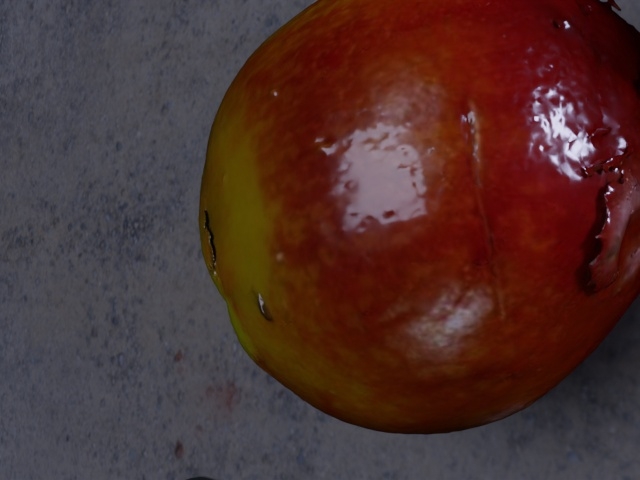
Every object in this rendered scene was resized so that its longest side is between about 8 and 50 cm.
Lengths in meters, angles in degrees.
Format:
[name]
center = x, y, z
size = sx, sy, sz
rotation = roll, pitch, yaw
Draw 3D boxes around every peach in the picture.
[peach]
center = 0.092, -0.030, 0.684
size = 0.370, 0.370, 0.370
rotation = -9, 77, 43

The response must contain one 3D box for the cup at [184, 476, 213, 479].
[cup]
center = -0.190, 0.375, 1.014
size = 0.199, 0.150, 0.199
rotation = -9, 77, 43
